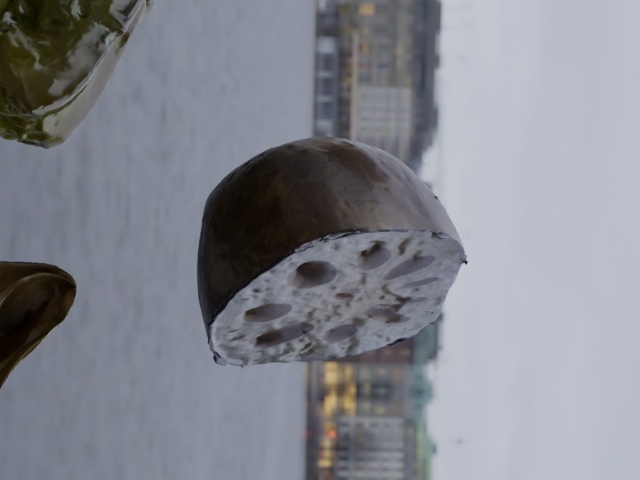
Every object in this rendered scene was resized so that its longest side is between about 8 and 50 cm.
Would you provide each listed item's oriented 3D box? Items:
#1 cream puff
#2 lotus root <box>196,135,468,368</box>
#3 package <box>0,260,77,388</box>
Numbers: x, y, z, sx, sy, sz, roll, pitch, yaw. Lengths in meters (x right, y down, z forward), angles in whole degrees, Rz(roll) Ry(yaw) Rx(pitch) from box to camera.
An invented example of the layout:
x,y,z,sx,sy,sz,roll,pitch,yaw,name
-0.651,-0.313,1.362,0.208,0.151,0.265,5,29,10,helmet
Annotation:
x,y,z,sx,sy,sz,roll,pitch,yaw,name
-0.321,-0.261,1.587,0.378,0.276,0.378,-2,92,-61,cream puff
0.000,0.000,1.534,0.272,0.272,0.192,92,-12,-53,lotus root
-0.393,0.146,1.624,0.311,0.221,0.165,-36,-124,55,package
